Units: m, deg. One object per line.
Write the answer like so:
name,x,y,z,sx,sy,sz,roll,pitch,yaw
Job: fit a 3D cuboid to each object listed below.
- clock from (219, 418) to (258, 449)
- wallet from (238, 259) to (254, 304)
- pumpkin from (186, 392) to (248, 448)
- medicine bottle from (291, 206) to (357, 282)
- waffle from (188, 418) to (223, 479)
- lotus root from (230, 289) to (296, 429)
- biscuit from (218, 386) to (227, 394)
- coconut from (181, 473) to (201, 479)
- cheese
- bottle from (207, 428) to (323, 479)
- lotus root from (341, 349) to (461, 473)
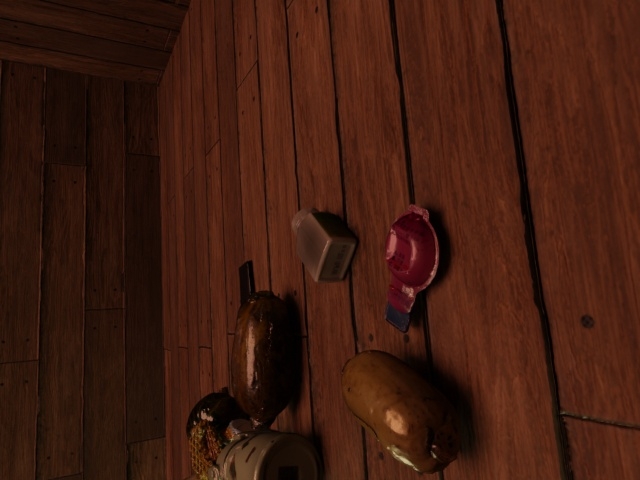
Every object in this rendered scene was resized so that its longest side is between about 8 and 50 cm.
clock,-0.249,0.686,1.525,0.231,0.103,0.144,14,102,31
wallet,-0.274,0.205,1.702,0.124,0.025,0.244,-35,60,56
pumpkin,-0.368,0.690,1.709,0.260,0.189,0.260,6,103,28
medicine bottle,0.000,0.000,1.143,0.188,0.088,0.132,55,135,47
waffle,-0.383,0.707,1.539,0.193,0.070,0.197,41,125,42
lotus root,-0.170,0.348,1.348,0.196,0.179,0.398,-7,82,63
biscuit,-0.393,0.713,1.896,0.064,0.034,0.199,-55,43,48
coconut,-0.488,1.063,1.844,0.259,0.259,0.259,-3,87,61
cheese,0.166,0.054,0.869,0.155,0.062,0.244,33,119,58
bottle,-0.160,0.644,1.279,0.351,0.229,0.229,-29,64,51
lotus root,0.133,0.290,0.827,0.284,0.146,0.160,22,145,57
